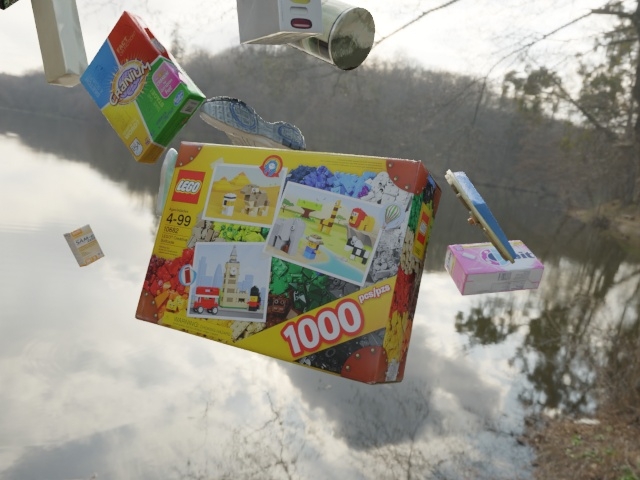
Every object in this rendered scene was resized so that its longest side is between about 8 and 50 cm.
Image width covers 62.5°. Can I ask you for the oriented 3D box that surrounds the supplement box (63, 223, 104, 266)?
[{"bbox_3d":[-0.628,0.013,1.403,0.036,0.098,0.062,-9,19,37],"label":"supplement box"}]

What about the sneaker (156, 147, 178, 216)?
[{"bbox_3d":[-0.512,-0.205,1.948,0.151,0.255,0.094,9,12,-7],"label":"sneaker"}]

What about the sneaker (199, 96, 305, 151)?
[{"bbox_3d":[-0.186,-0.271,1.390,0.297,0.110,0.129,22,-42,-30],"label":"sneaker"}]

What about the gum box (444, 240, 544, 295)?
[{"bbox_3d":[0.386,0.058,1.167,0.189,0.062,0.107,-4,35,-8],"label":"gum box"}]

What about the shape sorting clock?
[{"bbox_3d":[0.290,-0.043,0.965,0.040,0.206,0.206,-32,-1,15],"label":"shape sorting clock"}]

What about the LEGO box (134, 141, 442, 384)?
[{"bbox_3d":[-0.062,0.029,1.012,0.501,0.372,0.193,9,-8,25],"label":"LEGO box"}]

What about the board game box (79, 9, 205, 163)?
[{"bbox_3d":[-0.473,-0.397,1.381,0.316,0.242,0.064,51,22,15],"label":"board game box"}]

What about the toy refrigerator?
[{"bbox_3d":[-0.782,-0.614,1.595,0.102,0.269,0.094,-11,1,30],"label":"toy refrigerator"}]

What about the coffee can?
[{"bbox_3d":[0.017,-0.710,1.766,0.202,0.201,0.275,-1,30,-48],"label":"coffee can"}]

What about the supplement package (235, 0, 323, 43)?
[{"bbox_3d":[-0.115,-0.671,1.401,0.145,0.261,0.204,-15,17,-37],"label":"supplement package"}]

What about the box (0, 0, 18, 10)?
[{"bbox_3d":[-0.910,-0.807,1.554,0.045,0.184,0.190,23,50,-2],"label":"box"}]
